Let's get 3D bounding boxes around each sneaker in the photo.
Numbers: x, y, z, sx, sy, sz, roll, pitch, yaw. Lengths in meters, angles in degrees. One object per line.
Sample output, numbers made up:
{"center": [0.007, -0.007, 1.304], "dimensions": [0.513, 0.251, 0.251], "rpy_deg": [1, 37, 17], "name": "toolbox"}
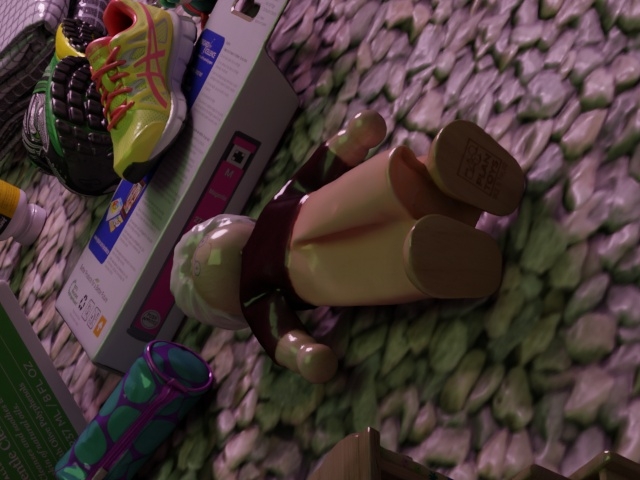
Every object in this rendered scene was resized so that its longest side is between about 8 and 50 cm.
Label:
{"center": [-0.173, -0.138, 1.574], "dimensions": [0.081, 0.094, 0.208], "rpy_deg": [-42, 32, 36], "name": "sneaker"}
{"center": [-0.237, -0.111, 1.804], "dimensions": [0.146, 0.134, 0.343], "rpy_deg": [-63, 15, 16], "name": "sneaker"}

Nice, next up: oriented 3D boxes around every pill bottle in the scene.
{"center": [-0.371, -0.039, 1.973], "dimensions": [0.065, 0.116, 0.065], "rpy_deg": [-44, 31, 36], "name": "pill bottle"}

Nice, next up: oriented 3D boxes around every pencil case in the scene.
{"center": [-0.152, 0.151, 1.426], "dimensions": [0.151, 0.064, 0.070], "rpy_deg": [-52, 11, 23], "name": "pencil case"}

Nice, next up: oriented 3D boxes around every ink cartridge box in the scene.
{"center": [-0.116, -0.065, 1.570], "dimensions": [0.370, 0.069, 0.176], "rpy_deg": [-63, 24, 5], "name": "ink cartridge box"}

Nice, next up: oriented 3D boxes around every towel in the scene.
{"center": [-0.358, -0.247, 2.160], "dimensions": [0.284, 0.121, 0.235], "rpy_deg": [-38, 36, 39], "name": "towel"}

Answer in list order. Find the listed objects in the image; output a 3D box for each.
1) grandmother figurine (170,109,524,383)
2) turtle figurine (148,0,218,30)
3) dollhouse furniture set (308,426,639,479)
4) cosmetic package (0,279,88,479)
{"center": [0.000, 0.000, 1.247], "dimensions": [0.342, 0.104, 0.207], "rpy_deg": [-17, 42, 54], "name": "grandmother figurine"}
{"center": [-0.097, -0.292, 1.696], "dimensions": [0.234, 0.118, 0.175], "rpy_deg": [-48, 36, 30], "name": "turtle figurine"}
{"center": [0.055, 0.123, 0.913], "dimensions": [0.161, 0.182, 0.101], "rpy_deg": [-44, 31, 35], "name": "dollhouse furniture set"}
{"center": [-0.390, 0.208, 1.466], "dimensions": [0.365, 0.197, 0.155], "rpy_deg": [-33, 5, -38], "name": "cosmetic package"}
